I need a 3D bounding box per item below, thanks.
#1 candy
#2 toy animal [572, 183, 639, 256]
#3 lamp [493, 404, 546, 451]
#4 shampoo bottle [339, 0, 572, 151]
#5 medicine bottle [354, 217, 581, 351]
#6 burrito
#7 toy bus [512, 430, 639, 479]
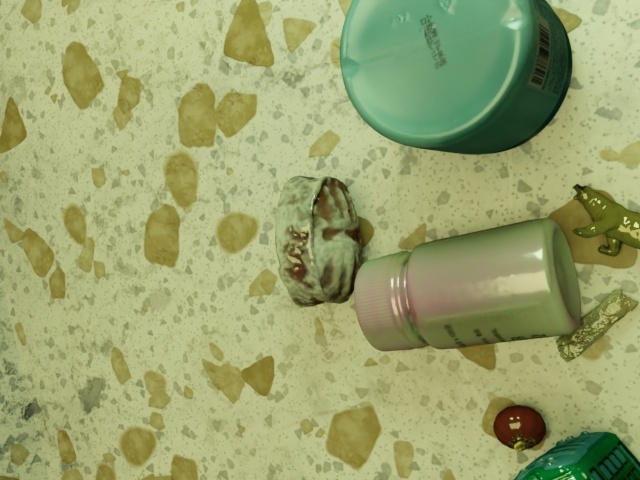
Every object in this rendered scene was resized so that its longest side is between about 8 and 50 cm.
[{"bbox_3d":[0.000,0.000,1.415,0.157,0.214,0.289,-3,91,29],"label":"candy"},{"bbox_3d":[0.549,-0.022,1.177,0.219,0.103,0.100,22,87,28],"label":"toy animal"},{"bbox_3d":[0.395,0.371,1.301,0.101,0.090,0.101,5,133,5],"label":"lamp"},{"bbox_3d":[0.248,-0.321,1.163,0.331,0.343,0.330,3,97,29],"label":"shampoo bottle"},{"bbox_3d":[0.277,0.098,1.262,0.389,0.219,0.219,-14,88,30],"label":"medicine bottle"},{"bbox_3d":[0.515,0.160,1.235,0.171,0.042,0.051,-50,61,23],"label":"burrito"},{"bbox_3d":[0.455,0.457,1.138,0.184,0.344,0.199,-34,69,28],"label":"toy bus"}]
